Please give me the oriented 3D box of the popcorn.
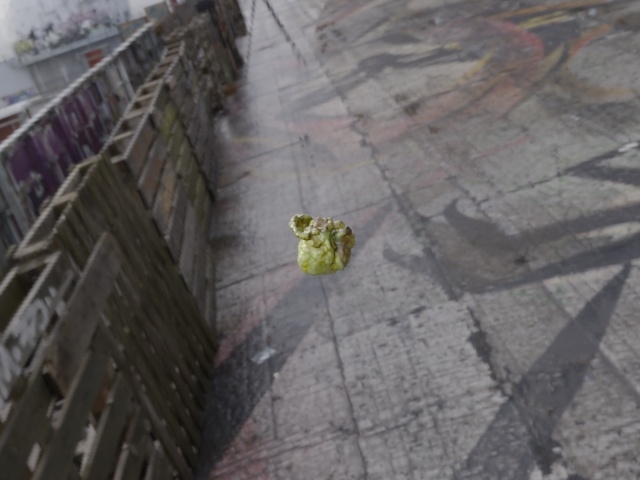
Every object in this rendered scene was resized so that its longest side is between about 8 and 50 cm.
[{"bbox_3d":[-0.002,0.001,0.851,0.068,0.083,0.059,-45,-12,-9],"label":"popcorn"}]
